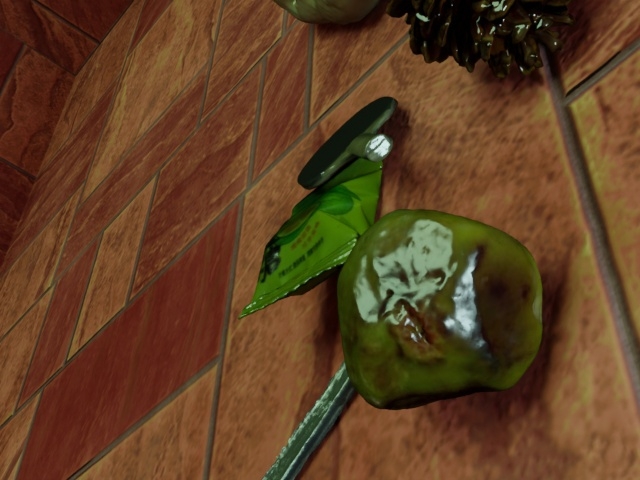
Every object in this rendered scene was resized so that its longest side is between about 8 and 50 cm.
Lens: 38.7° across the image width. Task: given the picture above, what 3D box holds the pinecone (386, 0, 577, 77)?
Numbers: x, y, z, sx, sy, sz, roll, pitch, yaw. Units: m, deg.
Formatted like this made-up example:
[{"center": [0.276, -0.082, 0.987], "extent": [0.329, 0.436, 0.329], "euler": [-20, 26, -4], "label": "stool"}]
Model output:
[{"center": [0.146, -0.218, 0.804], "extent": [0.173, 0.173, 0.174], "euler": [-42, 30, 31], "label": "pinecone"}]

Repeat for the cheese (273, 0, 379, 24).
[{"center": [-0.008, -0.387, 1.250], "extent": [0.247, 0.173, 0.251], "euler": [-29, 43, 43], "label": "cheese"}]

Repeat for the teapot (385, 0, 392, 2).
[{"center": [0.111, -0.450, 0.928], "extent": [0.305, 0.376, 0.362], "euler": [29, 62, 22], "label": "teapot"}]

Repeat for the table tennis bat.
[{"center": [0.034, -0.104, 0.958], "extent": [0.138, 0.022, 0.246], "euler": [-46, 13, -1], "label": "table tennis bat"}]

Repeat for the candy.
[{"center": [0.000, 0.000, 0.907], "extent": [0.149, 0.069, 0.246], "euler": [-39, 9, 24], "label": "candy"}]

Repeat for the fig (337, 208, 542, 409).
[{"center": [0.083, 0.040, 0.657], "extent": [0.166, 0.144, 0.154], "euler": [-91, 3, -61], "label": "fig"}]

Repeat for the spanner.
[{"center": [0.009, 0.144, 0.792], "extent": [0.326, 0.026, 0.093], "euler": [-57, 26, 6], "label": "spanner"}]
